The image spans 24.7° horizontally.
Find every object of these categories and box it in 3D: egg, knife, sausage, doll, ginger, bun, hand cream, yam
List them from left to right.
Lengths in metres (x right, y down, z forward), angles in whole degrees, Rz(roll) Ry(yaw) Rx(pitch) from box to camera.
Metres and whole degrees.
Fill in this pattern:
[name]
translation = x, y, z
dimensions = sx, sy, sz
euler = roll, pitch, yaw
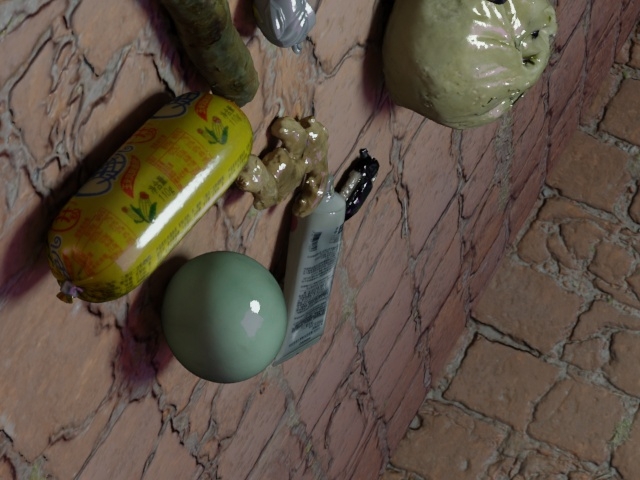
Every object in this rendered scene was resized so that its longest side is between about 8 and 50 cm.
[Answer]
[sausage]
translation = -0.188, -0.056, 1.648
dimensions = 0.347, 0.123, 0.123
euler = -52, 158, -36
[yam]
translation = -0.127, -0.238, 1.672
dimensions = 0.317, 0.067, 0.071
euler = 61, 28, -68
[egg]
translation = -0.128, 0.105, 1.961
dimensions = 0.168, 0.168, 0.231
euler = -58, 164, -19
[doll]
translation = -0.052, -0.302, 1.803
dimensions = 0.180, 0.079, 0.094
euler = 73, 19, -46
[ginger]
translation = -0.055, -0.112, 2.069
dimensions = 0.259, 0.065, 0.149
euler = 8, 94, -66
[hand cream]
translation = -0.018, 0.043, 2.318
dimensions = 0.124, 0.078, 0.340
euler = -28, 138, -45
[knife]
translation = 0.005, 0.002, 2.408
dimensions = 0.365, 0.043, 0.089
euler = -57, 151, -20
[bun]
translation = 0.239, -0.340, 2.325
dimensions = 0.326, 0.234, 0.362
euler = -41, 144, -41

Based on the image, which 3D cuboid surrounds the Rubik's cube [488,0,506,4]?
[Rubik's cube]
translation = 0.146, -0.503, 1.733
dimensions = 0.292, 0.293, 0.287
euler = -62, 162, -13
